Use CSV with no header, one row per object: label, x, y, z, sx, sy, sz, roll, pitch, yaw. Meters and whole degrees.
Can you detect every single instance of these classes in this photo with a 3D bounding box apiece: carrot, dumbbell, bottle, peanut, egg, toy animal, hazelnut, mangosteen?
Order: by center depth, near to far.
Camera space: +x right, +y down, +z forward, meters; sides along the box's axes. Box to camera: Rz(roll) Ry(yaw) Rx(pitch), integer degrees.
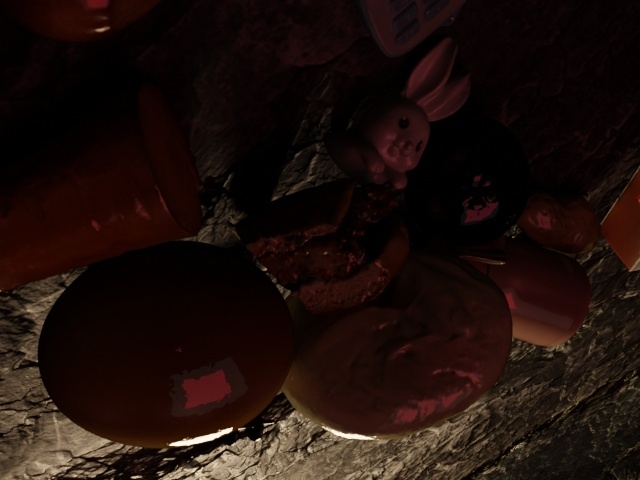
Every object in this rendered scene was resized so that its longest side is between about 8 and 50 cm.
hazelnut,-0.216,-0.268,0.838,0.182,0.182,0.182,-19,146,-13
carrot,-0.284,-0.057,1.094,0.254,0.196,0.196,-18,147,6
toy animal,0.122,-0.161,1.252,0.221,0.130,0.104,-40,123,15
egg,-0.210,0.142,1.278,0.351,0.282,0.282,-12,148,8
mangosteen,0.216,-0.090,1.385,0.194,0.194,0.230,-33,-179,8
bottle,0.320,0.067,1.624,0.297,0.173,0.206,18,153,-26
peanut,0.421,-0.038,1.660,0.226,0.095,0.108,13,114,-40
dumbbell,-0.154,0.361,1.814,0.147,0.069,0.069,-1,139,-34

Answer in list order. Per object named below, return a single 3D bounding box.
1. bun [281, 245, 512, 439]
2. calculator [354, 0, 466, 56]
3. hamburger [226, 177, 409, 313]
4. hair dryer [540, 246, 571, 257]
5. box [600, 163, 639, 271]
bun,0.104,0.124,1.389,0.361,0.361,0.213,-19,118,-13
calculator,0.122,-0.354,0.990,0.256,0.054,0.386,-44,153,-10
hamburger,0.000,0.000,1.267,0.245,0.282,0.155,-35,109,9
hair dryer,0.386,0.075,1.842,0.155,0.044,0.183,4,140,-35
box,0.779,-0.119,1.773,0.385,0.122,0.344,-10,143,-25
